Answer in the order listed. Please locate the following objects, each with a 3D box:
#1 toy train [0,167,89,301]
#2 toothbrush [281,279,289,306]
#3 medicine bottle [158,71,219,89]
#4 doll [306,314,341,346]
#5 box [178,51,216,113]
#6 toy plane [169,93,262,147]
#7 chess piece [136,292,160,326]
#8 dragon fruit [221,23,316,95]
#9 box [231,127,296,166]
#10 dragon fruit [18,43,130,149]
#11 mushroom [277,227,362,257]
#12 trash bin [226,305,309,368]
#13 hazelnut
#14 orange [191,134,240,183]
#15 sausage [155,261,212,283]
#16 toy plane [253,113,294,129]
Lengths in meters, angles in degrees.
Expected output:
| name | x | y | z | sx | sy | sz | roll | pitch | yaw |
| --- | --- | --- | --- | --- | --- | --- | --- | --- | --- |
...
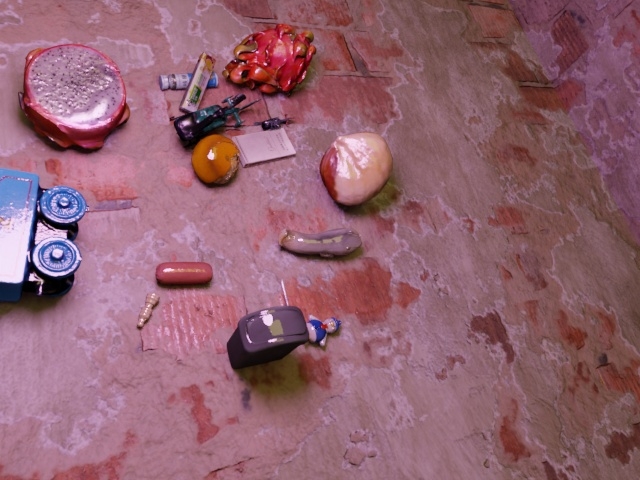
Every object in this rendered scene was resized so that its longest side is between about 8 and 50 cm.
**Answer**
| name | x | y | z | sx | sy | sz | roll | pitch | yaw |
| --- | --- | --- | --- | --- | --- | --- | --- | --- | --- |
| toy train | -0.716 | -0.001 | 1.325 | 0.264 | 0.188 | 0.301 | 9 | 63 | -28 |
| toothbrush | -0.100 | 0.190 | 1.610 | 0.017 | 0.014 | 0.162 | -10 | 67 | -12 |
| medicine bottle | -0.435 | -0.528 | 1.821 | 0.191 | 0.051 | 0.051 | -13 | 70 | -28 |
| doll | 0.003 | 0.257 | 1.597 | 0.142 | 0.058 | 0.099 | -12 | 68 | -34 |
| box | -0.399 | -0.509 | 1.788 | 0.049 | 0.041 | 0.207 | 25 | 77 | -28 |
| toy plane | -0.333 | -0.383 | 1.722 | 0.381 | 0.155 | 0.107 | -38 | 107 | -53 |
| chess piece | -0.456 | 0.185 | 1.444 | 0.035 | 0.035 | 0.092 | 24 | 61 | -11 |
| dragon fruit | -0.163 | -0.615 | 1.884 | 0.243 | 0.227 | 0.307 | 31 | 58 | -1 |
| box | -0.188 | -0.311 | 1.828 | 0.198 | 0.029 | 0.109 | -17 | 72 | -31 |
| dragon fruit | -0.694 | -0.390 | 1.563 | 0.290 | 0.189 | 0.291 | 7 | 70 | -20 |
| mushroom | 0.001 | 0.002 | 1.708 | 0.277 | 0.099 | 0.096 | -2 | 59 | -21 |
| trash bin | -0.138 | 0.253 | 1.423 | 0.176 | 0.236 | 0.101 | -9 | 67 | -27 |
| hazelnut | 0.110 | -0.246 | 1.790 | 0.241 | 0.261 | 0.261 | 55 | 50 | -27 |
| orange | -0.321 | -0.247 | 1.682 | 0.156 | 0.134 | 0.157 | -14 | 109 | -45 |
| sausage | -0.375 | 0.089 | 1.512 | 0.154 | 0.062 | 0.062 | 1 | 64 | -24 |
| toy plane | -0.152 | -0.405 | 1.881 | 0.145 | 0.060 | 0.037 | -19 | 111 | -26 |
